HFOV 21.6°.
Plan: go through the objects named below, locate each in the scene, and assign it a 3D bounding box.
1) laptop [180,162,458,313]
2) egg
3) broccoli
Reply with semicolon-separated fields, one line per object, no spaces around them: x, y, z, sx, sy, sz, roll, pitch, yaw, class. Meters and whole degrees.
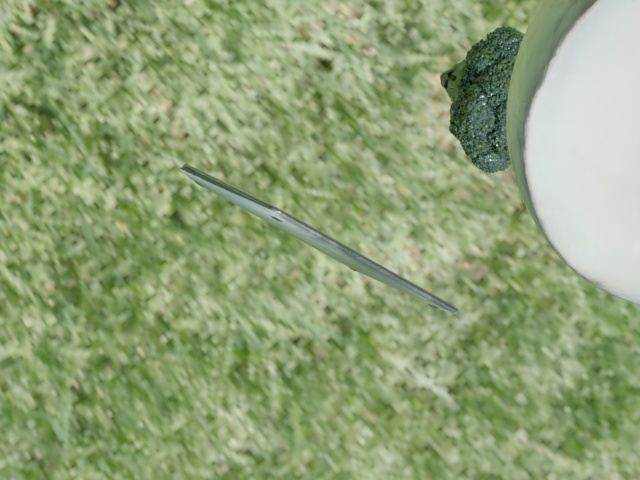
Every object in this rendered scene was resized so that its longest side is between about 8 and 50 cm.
0.000;0.000;1.691;0.269;0.188;0.015;29;87;-37;laptop
0.202;-0.098;0.960;0.206;0.161;0.271;-8;125;1;egg
0.190;-0.139;1.700;0.162;0.138;0.145;21;97;-44;broccoli
